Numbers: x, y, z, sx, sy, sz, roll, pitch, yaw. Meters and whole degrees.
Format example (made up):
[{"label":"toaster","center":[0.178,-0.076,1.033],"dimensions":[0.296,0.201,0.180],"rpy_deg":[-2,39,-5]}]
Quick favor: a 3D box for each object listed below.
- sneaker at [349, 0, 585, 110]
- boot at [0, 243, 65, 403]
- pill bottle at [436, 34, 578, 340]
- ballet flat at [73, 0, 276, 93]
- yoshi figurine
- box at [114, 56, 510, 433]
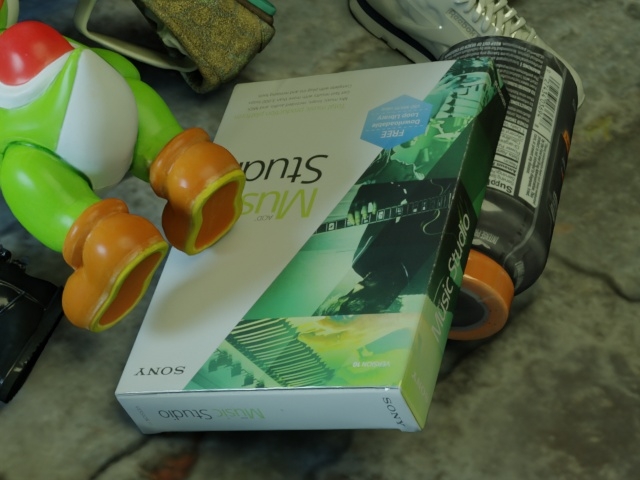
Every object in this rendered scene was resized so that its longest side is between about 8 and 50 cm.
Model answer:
[{"label":"sneaker","center":[0.136,-0.187,1.515],"dimensions":[0.235,0.095,0.090],"rpy_deg":[31,52,2]},{"label":"boot","center":[-0.247,0.055,1.257],"dimensions":[0.099,0.045,0.121],"rpy_deg":[27,46,-3]},{"label":"pill bottle","center":[0.130,-0.039,1.391],"dimensions":[0.130,0.130,0.245],"rpy_deg":[20,54,-5]},{"label":"ballet flat","center":[-0.177,-0.224,1.343],"dimensions":[0.348,0.123,0.123],"rpy_deg":[34,44,-40]},{"label":"yoshi figurine","center":[-0.241,-0.094,1.286],"dimensions":[0.362,0.203,0.203],"rpy_deg":[43,100,10]},{"label":"box","center":[0.000,0.000,1.288],"dimensions":[0.232,0.058,0.322],"rpy_deg":[-4,49,27]}]
